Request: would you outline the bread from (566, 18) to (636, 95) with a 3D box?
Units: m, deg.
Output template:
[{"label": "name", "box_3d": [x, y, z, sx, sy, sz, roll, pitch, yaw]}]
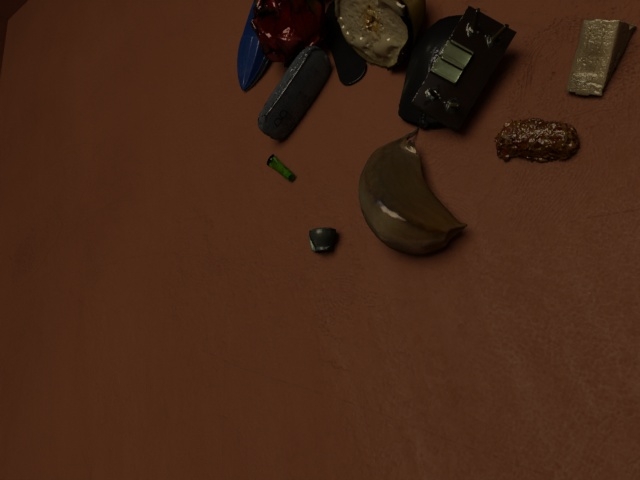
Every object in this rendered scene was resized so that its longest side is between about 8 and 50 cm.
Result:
[{"label": "bread", "box_3d": [0.571, -0.374, 1.083, 0.077, 0.105, 0.152, 25, 117, 38]}]

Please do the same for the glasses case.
[{"label": "glasses case", "box_3d": [-0.072, -0.410, 1.479, 0.067, 0.109, 0.282, 38, 92, 42]}]

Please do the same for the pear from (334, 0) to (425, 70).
[{"label": "pear", "box_3d": [0.181, -0.589, 1.352, 0.178, 0.267, 0.267, -39, 48, -19]}]

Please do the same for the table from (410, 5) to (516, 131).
[{"label": "table", "box_3d": [0.309, -0.375, 1.140, 0.122, 0.111, 0.240, 31, 96, 5]}]

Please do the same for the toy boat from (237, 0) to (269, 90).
[{"label": "toy boat", "box_3d": [-0.198, -0.614, 1.676, 0.129, 0.088, 0.295, 20, 93, 38]}]

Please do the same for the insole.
[{"label": "insole", "box_3d": [0.069, -0.579, 1.522, 0.119, 0.009, 0.348, -26, 57, 25]}]

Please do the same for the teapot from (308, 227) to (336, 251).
[{"label": "teapot", "box_3d": [0.000, 0.000, 1.288, 0.088, 0.066, 0.057, -11, 80, 54]}]

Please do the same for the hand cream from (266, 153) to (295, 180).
[{"label": "hand cream", "box_3d": [-0.111, -0.201, 1.468, 0.122, 0.023, 0.036, 42, 107, 40]}]

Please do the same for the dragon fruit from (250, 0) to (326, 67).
[{"label": "dragon fruit", "box_3d": [-0.082, -0.620, 1.485, 0.234, 0.293, 0.233, 1, 81, -8]}]

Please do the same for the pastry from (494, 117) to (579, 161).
[{"label": "pastry", "box_3d": [0.433, -0.210, 1.078, 0.169, 0.063, 0.087, 7, 76, 35]}]

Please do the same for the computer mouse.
[{"label": "computer mouse", "box_3d": [0.282, -0.408, 1.251, 0.168, 0.087, 0.295, 16, 82, 34]}]

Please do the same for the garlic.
[{"label": "garlic", "box_3d": [0.178, -0.108, 1.186, 0.196, 0.151, 0.338, -14, 51, -1]}]
